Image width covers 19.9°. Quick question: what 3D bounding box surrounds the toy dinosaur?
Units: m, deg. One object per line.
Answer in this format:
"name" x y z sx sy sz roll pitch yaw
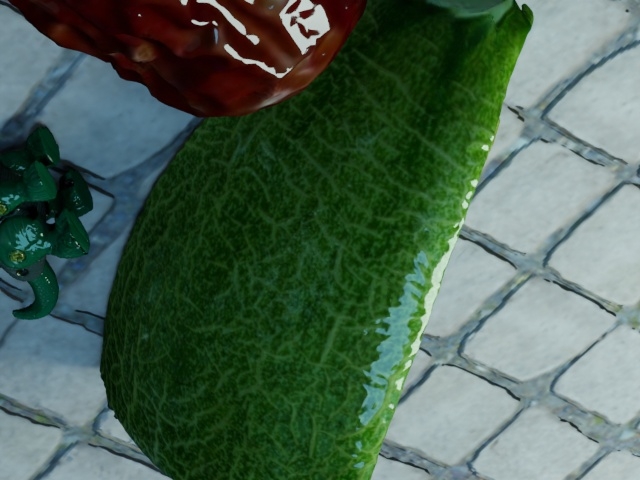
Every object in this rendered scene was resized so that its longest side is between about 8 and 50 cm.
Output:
"toy dinosaur" -0.174 -0.008 0.971 0.096 0.059 0.132 -18 126 11

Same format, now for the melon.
"melon" 0.000 0.000 0.984 0.124 0.196 0.323 -18 138 -52

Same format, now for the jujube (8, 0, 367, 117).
"jujube" -0.071 -0.146 0.806 0.155 0.155 0.230 -33 134 13
